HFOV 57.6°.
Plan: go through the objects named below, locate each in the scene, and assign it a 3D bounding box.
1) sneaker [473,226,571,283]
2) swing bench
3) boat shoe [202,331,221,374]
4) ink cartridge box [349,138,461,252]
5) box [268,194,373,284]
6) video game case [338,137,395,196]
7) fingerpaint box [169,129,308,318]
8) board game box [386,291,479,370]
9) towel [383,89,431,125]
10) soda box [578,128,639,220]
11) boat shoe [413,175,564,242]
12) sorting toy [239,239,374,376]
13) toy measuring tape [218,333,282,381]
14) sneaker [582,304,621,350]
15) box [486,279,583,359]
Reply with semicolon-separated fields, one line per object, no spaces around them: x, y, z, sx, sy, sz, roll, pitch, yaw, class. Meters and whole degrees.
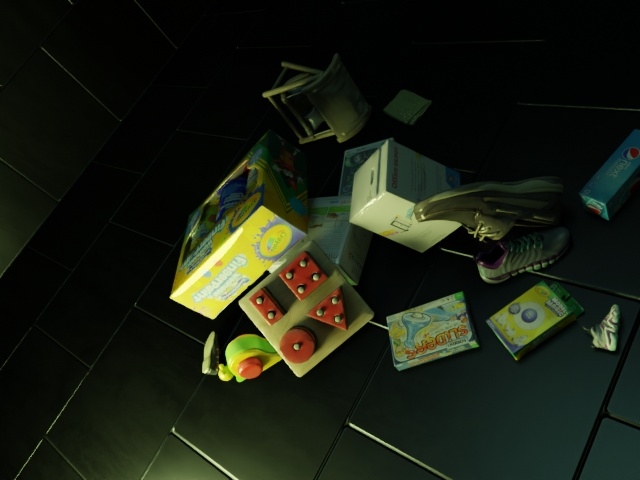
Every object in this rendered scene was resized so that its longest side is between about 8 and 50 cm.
0.465;0.022;1.339;0.223;0.098;0.083;-30;45;13;sneaker
-0.004;-0.460;1.931;0.254;0.253;0.165;8;63;40;swing bench
-0.314;0.329;1.698;0.049;0.042;0.133;-42;36;39;boat shoe
0.217;-0.110;1.484;0.168;0.232;0.171;-42;33;49;ink cartridge box
0.000;0.000;1.665;0.261;0.127;0.231;-2;57;34;box
0.144;-0.226;1.812;0.173;0.022;0.191;-12;52;29;video game case
-0.237;-0.048;1.716;0.444;0.163;0.371;-41;32;30;fingerpaint box
0.262;0.215;1.380;0.201;0.035;0.136;-23;47;20;board game box
0.277;-0.426;1.869;0.110;0.027;0.148;-47;45;-3;towel
0.691;-0.151;1.334;0.210;0.067;0.071;-48;44;-5;soda box
0.394;-0.064;1.332;0.355;0.132;0.130;-7;84;-3;boat shoe
-0.041;0.176;1.476;0.257;0.089;0.255;-40;85;5;sorting toy
-0.147;0.278;1.566;0.330;0.121;0.121;-34;44;9;toy measuring tape
0.573;0.174;1.189;0.069;0.038;0.098;1;58;35;sneaker
0.467;0.166;1.269;0.179;0.043;0.105;-36;44;4;box
